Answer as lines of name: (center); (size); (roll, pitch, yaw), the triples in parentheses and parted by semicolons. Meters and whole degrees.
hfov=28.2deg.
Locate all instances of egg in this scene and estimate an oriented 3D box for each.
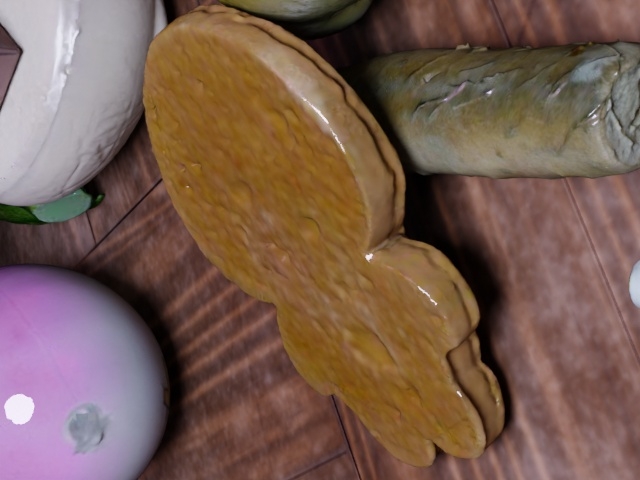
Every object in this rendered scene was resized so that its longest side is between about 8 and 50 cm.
egg: (-0.223, 0.115, 0.983); (0.271, 0.196, 0.196); (165, 96, -67)

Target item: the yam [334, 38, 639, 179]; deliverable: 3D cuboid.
yam: (0.050, -0.066, 0.684); (0.317, 0.067, 0.071); (6, 60, 52)

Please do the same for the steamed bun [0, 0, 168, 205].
steamed bun: (-0.191, -0.136, 0.938); (0.177, 0.131, 0.228); (43, 120, 35)

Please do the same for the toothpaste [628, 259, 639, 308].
toothpaste: (0.219, 0.028, 0.506); (0.218, 0.033, 0.052); (6, 105, 50)

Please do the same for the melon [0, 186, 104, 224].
melon: (-0.318, -0.105, 1.104); (0.124, 0.196, 0.323); (-41, 56, -2)

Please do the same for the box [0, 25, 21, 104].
box: (-0.331, -0.115, 0.927); (0.215, 0.086, 0.215); (48, 124, 29)

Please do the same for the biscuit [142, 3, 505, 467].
biscuit: (0.001, -0.001, 0.710); (0.288, 0.044, 0.202); (51, 149, 1)

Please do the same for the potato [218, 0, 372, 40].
potato: (-0.005, -0.180, 0.683); (0.194, 0.157, 0.157); (109, 142, -68)
